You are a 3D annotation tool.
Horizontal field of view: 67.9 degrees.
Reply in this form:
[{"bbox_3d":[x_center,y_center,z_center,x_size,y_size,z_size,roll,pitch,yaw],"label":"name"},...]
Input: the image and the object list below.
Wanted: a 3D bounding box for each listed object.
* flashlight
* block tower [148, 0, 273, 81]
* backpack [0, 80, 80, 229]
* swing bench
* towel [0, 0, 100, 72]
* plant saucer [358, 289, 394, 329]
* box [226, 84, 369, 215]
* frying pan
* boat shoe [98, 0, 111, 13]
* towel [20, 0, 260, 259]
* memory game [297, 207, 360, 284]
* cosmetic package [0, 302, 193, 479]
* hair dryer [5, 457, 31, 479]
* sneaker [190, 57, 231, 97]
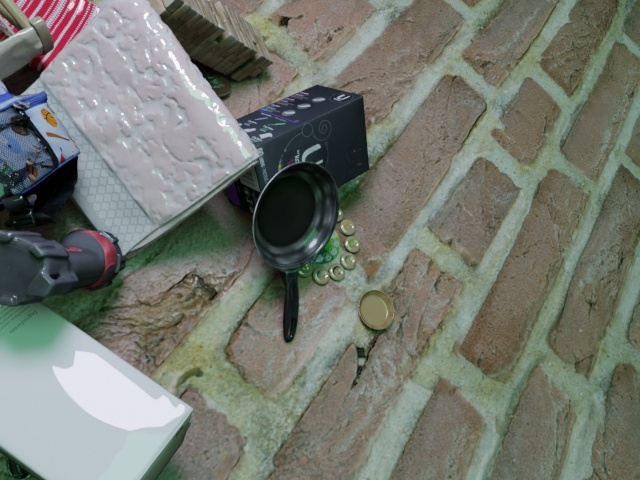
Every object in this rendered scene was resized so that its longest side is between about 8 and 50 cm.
[{"bbox_3d":[-0.354,0.027,0.642,0.103,0.304,0.103,-18,90,-6],"label":"flashlight"},{"bbox_3d":[-0.218,-0.402,0.903,0.097,0.090,0.335,66,21,9],"label":"block tower"},{"bbox_3d":[-0.480,-0.114,0.646,0.276,0.263,0.213,-13,110,8],"label":"backpack"},{"bbox_3d":[-0.615,-0.329,0.755,0.255,0.165,0.253,48,69,-8],"label":"swing bench"},{"bbox_3d":[-0.515,-0.412,0.918,0.274,0.031,0.199,24,65,-13],"label":"towel"},{"bbox_3d":[0.114,0.145,0.988,0.083,0.015,0.084,8,69,-21],"label":"plant saucer"},{"bbox_3d":[-0.048,-0.174,0.925,0.270,0.165,0.143,-33,42,-29],"label":"box"},{"bbox_3d":[-0.034,0.009,0.878,0.197,0.053,0.326,-33,129,-30],"label":"frying pan"},{"bbox_3d":[-0.365,-0.277,0.878,0.121,0.119,0.335,17,88,6],"label":"boat shoe"},{"bbox_3d":[-0.313,-0.176,0.777,0.317,0.053,0.332,-35,96,13],"label":"towel"},{"bbox_3d":[0.000,0.000,0.994,0.186,0.012,0.186,7,69,-20],"label":"memory game"},{"bbox_3d":[-0.362,0.200,0.622,0.365,0.197,0.155,33,52,6],"label":"cosmetic package"},{"bbox_3d":[-0.385,0.314,0.685,0.293,0.080,0.224,14,66,-18],"label":"hair dryer"},{"bbox_3d":[-0.268,-0.367,0.980,0.188,0.071,0.066,29,63,-10],"label":"sneaker"}]
